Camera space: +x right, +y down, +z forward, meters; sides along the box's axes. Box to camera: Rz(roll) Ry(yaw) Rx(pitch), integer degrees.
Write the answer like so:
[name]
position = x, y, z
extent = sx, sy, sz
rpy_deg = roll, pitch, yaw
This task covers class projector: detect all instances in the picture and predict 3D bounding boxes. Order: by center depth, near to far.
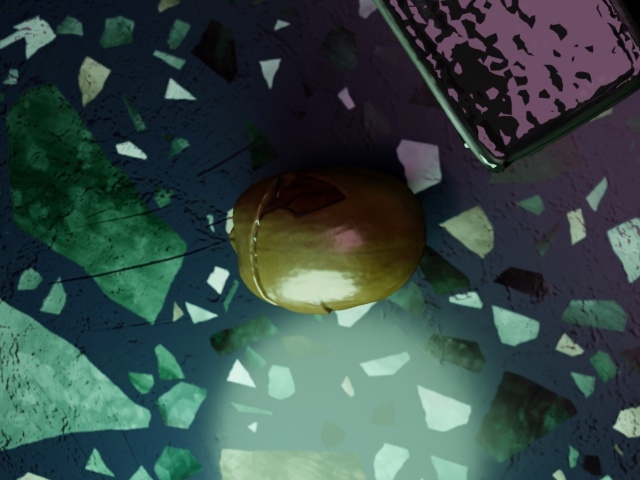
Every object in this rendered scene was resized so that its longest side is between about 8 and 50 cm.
[projector]
position = 0.213, -0.314, 1.726
extent = 0.242, 0.405, 0.395
rpy_deg = -33, 92, 24

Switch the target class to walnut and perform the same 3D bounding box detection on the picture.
[walnut]
position = 0.000, 0.000, 1.993
extent = 0.298, 0.203, 0.203
rpy_deg = -5, 102, 36
